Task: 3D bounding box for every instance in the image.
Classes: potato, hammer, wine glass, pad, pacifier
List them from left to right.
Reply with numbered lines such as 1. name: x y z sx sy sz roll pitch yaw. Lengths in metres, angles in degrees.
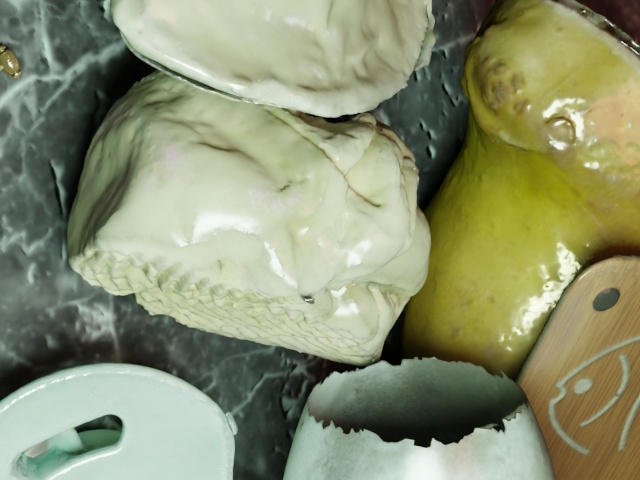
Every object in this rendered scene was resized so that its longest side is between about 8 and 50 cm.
1. hammer: -0.278 -0.105 1.497 0.123 0.014 0.029 -40 110 -21
2. pacifier: -0.158 0.273 1.498 0.288 0.269 0.343 -25 110 -7
3. wine glass: 0.079 0.267 1.541 0.238 0.238 0.323 -17 112 -33
4. potato: 0.187 0.029 1.680 0.296 0.290 0.397 -50 151 -15
5. pad: 0.274 0.127 1.661 0.284 0.018 0.286 3 127 -30

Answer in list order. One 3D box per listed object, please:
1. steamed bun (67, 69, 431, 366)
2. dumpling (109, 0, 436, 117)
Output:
1. steamed bun: -0.047 -0.033 1.538 0.320 0.275 0.206 55 45 -67
2. dumpling: -0.028 -0.238 1.474 0.315 0.233 0.395 32 39 -20
